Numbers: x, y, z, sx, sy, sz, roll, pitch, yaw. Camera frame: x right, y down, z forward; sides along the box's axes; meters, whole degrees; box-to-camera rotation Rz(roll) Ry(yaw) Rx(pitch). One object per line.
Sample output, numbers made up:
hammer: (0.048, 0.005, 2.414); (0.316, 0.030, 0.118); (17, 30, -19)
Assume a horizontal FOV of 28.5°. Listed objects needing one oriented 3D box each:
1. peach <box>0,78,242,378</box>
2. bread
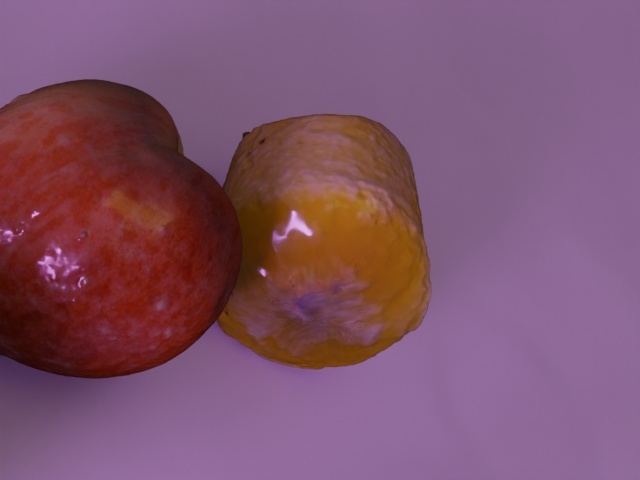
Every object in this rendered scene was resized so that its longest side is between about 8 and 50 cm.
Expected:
peach: (-0.179, 0.000, 0.894); (0.233, 0.232, 0.232); (21, 55, -32)
bread: (-0.003, 0.000, 1.047); (0.197, 0.197, 0.170); (31, 39, -25)
